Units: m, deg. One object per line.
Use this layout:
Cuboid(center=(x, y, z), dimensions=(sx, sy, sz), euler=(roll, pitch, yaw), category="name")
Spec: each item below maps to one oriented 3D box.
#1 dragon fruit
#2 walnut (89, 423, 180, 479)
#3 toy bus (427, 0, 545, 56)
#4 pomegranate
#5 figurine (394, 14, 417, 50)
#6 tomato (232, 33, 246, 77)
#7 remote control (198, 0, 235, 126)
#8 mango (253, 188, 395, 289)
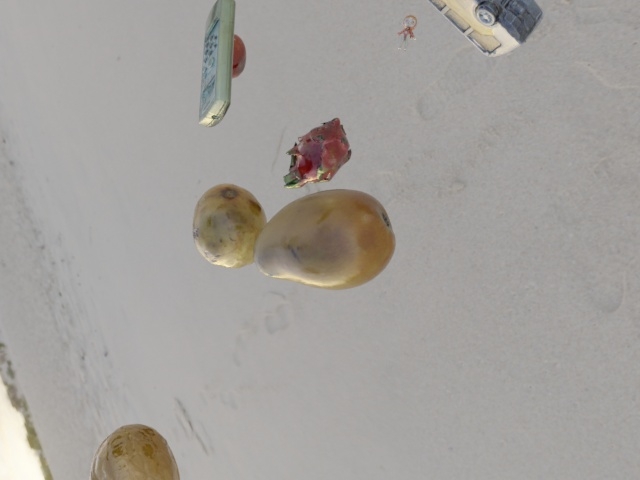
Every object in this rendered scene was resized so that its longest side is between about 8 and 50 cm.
Cuboid(center=(-0.022, -0.288, 1.720), dimensions=(0.269, 0.198, 0.200), euler=(-13, 65, 41), category="dragon fruit")
Cuboid(center=(-0.343, 0.448, 0.960), dimensions=(0.207, 0.159, 0.159), euler=(66, 154, 21), category="walnut")
Cuboid(center=(0.251, -0.489, 0.961), dimensions=(0.342, 0.097, 0.138), euler=(38, 172, -10), category="toy bus")
Cuboid(center=(-0.275, -0.039, 1.581), dimensions=(0.260, 0.260, 0.261), euler=(41, 143, 42), category="pomegranate")
Cuboid(center=(0.247, -0.593, 1.476), dimensions=(0.064, 0.109, 0.047), euler=(15, 169, 10), category="figurine")
Cuboid(center=(-0.281, -0.575, 1.643), dimensions=(0.069, 0.156, 0.156), euler=(33, 144, 9), category="tomato")
Cuboid(center=(-0.188, -0.326, 0.934), dimensions=(0.098, 0.038, 0.234), euler=(-28, 59, 55), category="remote control")
Cuboid(center=(0.000, 0.000, 1.015), dimensions=(0.317, 0.211, 0.173), euler=(-5, 138, 36), category="mango")
